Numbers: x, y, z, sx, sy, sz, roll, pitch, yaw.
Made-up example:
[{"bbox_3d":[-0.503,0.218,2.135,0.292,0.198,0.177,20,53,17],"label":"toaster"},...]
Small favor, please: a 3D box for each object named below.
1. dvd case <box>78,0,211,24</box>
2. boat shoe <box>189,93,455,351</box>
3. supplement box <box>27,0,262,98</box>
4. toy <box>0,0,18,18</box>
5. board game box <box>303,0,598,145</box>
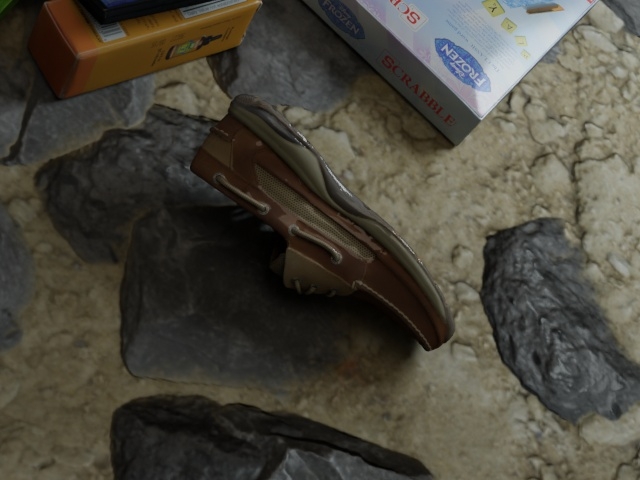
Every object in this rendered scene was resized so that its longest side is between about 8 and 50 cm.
[{"bbox_3d":[-0.209,-0.310,1.795,0.180,0.022,0.253,-18,47,-31],"label":"dvd case"},{"bbox_3d":[0.000,0.000,1.739,0.116,0.123,0.324,-45,96,-4],"label":"boat shoe"},{"bbox_3d":[-0.179,-0.223,1.789,0.233,0.078,0.080,-19,68,-34],"label":"supplement box"},{"bbox_3d":[-0.403,-0.304,1.741,0.237,0.056,0.137,41,50,-1],"label":"toy"},{"bbox_3d":[0.138,-0.312,2.000,0.318,0.066,0.318,44,53,3],"label":"board game box"}]
